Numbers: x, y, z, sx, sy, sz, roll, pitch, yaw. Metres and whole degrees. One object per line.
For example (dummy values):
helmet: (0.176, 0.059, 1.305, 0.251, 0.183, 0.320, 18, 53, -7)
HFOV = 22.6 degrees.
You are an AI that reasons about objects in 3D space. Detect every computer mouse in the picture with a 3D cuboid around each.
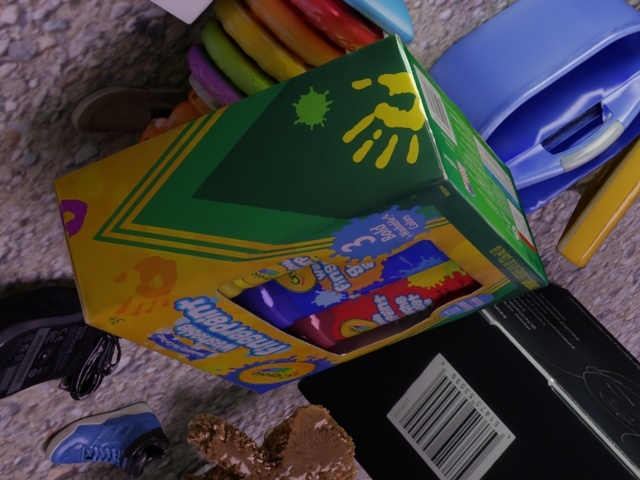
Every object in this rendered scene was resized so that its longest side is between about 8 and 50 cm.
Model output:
computer mouse: (-0.317, 0.109, 1.790, 0.272, 0.072, 0.188, -8, 136, -58)

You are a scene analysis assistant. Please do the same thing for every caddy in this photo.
caddy: (0.284, -0.162, 1.961, 0.341, 0.179, 0.241, -35, 147, -8)

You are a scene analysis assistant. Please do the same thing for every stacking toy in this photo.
stacking toy: (-0.070, -0.177, 1.584, 0.302, 0.175, 0.166, -45, 147, 12)

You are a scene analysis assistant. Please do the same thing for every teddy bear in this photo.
teddy bear: (-0.113, 0.343, 2.099, 0.245, 0.113, 0.338, 38, 84, -17)

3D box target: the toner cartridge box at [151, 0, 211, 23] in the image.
toner cartridge box: (-0.175, -0.327, 1.377, 0.165, 0.075, 0.348, -46, 148, 12)

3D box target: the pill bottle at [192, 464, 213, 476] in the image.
pill bottle: (-0.224, 0.451, 2.215, 0.283, 0.160, 0.160, -40, 148, 0)

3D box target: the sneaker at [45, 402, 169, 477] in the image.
sneaker: (-0.263, 0.265, 2.013, 0.152, 0.084, 0.058, -16, 141, -33)

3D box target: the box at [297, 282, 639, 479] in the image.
box: (0.307, 0.284, 2.247, 0.297, 0.480, 0.472, -52, 146, 16)

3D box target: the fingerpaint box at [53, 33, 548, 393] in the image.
fingerpaint box: (0.000, 0.000, 1.658, 0.371, 0.163, 0.445, -21, 160, 13)

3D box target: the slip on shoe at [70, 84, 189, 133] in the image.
slip on shoe: (-0.190, -0.129, 1.640, 0.135, 0.041, 0.051, -8, 136, -40)

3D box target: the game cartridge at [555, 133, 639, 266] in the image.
game cartridge: (0.447, -0.133, 2.159, 0.323, 0.053, 0.285, -54, 177, 24)
